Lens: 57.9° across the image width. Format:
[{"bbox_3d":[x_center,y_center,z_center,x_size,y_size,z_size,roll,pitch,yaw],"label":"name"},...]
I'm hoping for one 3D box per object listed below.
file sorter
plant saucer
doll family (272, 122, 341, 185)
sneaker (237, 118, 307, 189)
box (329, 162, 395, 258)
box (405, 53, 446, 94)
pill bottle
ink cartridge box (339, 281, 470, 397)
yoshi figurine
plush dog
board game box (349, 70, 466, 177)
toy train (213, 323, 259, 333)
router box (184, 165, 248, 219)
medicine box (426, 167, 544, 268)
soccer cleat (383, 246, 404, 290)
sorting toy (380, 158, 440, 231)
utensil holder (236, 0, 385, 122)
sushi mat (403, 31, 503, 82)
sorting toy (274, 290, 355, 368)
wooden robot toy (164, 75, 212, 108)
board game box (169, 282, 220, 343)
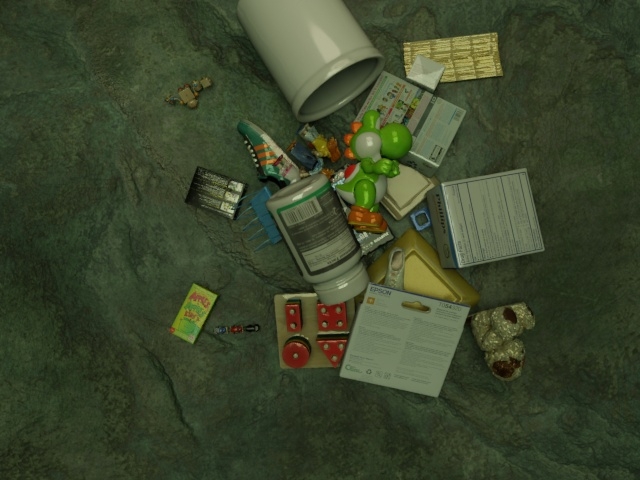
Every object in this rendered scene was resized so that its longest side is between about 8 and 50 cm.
[{"bbox_3d":[-0.197,-0.066,1.876,0.105,0.118,0.170,-26,85,-38],"label":"file sorter"},{"bbox_3d":[0.296,0.182,1.870,0.333,0.081,0.333,-44,86,1],"label":"plant saucer"},{"bbox_3d":[-0.022,-0.267,1.839,0.163,0.118,0.262,41,55,-15],"label":"doll family"},{"bbox_3d":[-0.184,-0.267,1.907,0.121,0.108,0.302,-44,87,-3],"label":"sneaker"},{"bbox_3d":[0.047,-0.056,1.900,0.296,0.073,0.293,-32,86,4],"label":"box"},{"bbox_3d":[0.337,-0.530,1.865,0.101,0.102,0.087,26,92,5],"label":"box"},{"bbox_3d":[0.000,0.000,1.739,0.204,0.204,0.360,-25,105,3],"label":"pill bottle"},{"bbox_3d":[0.253,0.300,1.776,0.325,0.071,0.329,14,106,-6],"label":"ink cartridge box"},{"bbox_3d":[0.185,-0.208,1.715,0.203,0.204,0.361,10,81,-34],"label":"yoshi figurine"},{"bbox_3d":[0.555,0.323,1.790,0.211,0.263,0.225,-20,78,32],"label":"plush dog"},{"bbox_3d":[0.279,-0.376,1.862,0.304,0.097,0.223,28,75,3],"label":"board game box"},{"bbox_3d":[-0.282,0.297,1.927,0.159,0.036,0.027,-4,87,4],"label":"toy train"},{"bbox_3d":[-0.350,-0.159,1.945,0.179,0.046,0.133,20,90,5],"label":"router box"},{"bbox_3d":[0.509,-0.064,1.803,0.290,0.149,0.263,-11,87,-8],"label":"medicine box"},{"bbox_3d":[0.231,0.117,1.799,0.068,0.076,0.196,4,88,4],"label":"soccer cleat"},{"bbox_3d":[0.264,-0.191,1.905,0.196,0.047,0.347,-41,86,-3],"label":"sorting toy"},{"bbox_3d":[-0.035,-0.622,1.809,0.328,0.327,0.385,-32,83,2],"label":"utensil holder"},{"bbox_3d":[0.437,-0.601,1.920,0.317,0.019,0.151,-5,89,4],"label":"sushi mat"},{"bbox_3d":[-0.015,0.297,1.853,0.258,0.089,0.255,-3,101,4],"label":"sorting toy"},{"bbox_3d":[-0.439,-0.490,1.968,0.173,0.076,0.079,-29,121,2],"label":"wooden robot toy"},{"bbox_3d":[-0.421,0.243,1.936,0.092,0.043,0.181,27,90,5],"label":"board game box"}]
